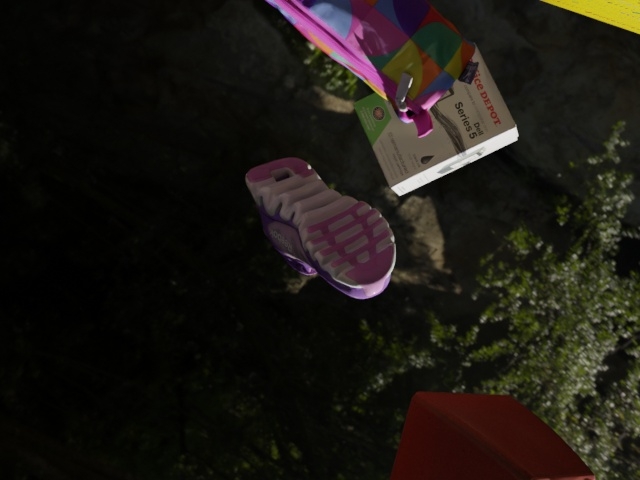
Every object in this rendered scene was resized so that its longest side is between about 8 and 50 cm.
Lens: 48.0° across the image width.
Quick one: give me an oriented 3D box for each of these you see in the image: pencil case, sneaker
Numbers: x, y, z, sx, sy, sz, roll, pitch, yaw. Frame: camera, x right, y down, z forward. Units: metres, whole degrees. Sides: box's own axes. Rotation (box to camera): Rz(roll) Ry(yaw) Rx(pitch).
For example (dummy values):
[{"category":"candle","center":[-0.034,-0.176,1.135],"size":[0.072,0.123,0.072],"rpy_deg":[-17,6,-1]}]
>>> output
[{"category":"pencil case","center":[0.032,-0.204,0.638],"size":[0.104,0.236,0.104],"rpy_deg":[-48,-168,14]},{"category":"sneaker","center":[0.000,0.000,0.803],"size":[0.095,0.105,0.236],"rpy_deg":[-21,-140,-25]}]

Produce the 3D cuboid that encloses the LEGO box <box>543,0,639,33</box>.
[{"category":"LEGO box","center":[0.503,-0.480,0.957],"size":[0.193,0.499,0.373],"rpy_deg":[11,-87,65]}]

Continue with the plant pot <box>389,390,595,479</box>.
[{"category":"plant pot","center":[0.294,0.427,1.214],"size":[0.235,0.267,0.267],"rpy_deg":[20,-83,54]}]

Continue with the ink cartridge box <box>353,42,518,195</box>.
[{"category":"ink cartridge box","center":[0.234,-0.242,1.460],"size":[0.272,0.115,0.199],"rpy_deg":[-26,-102,13]}]
